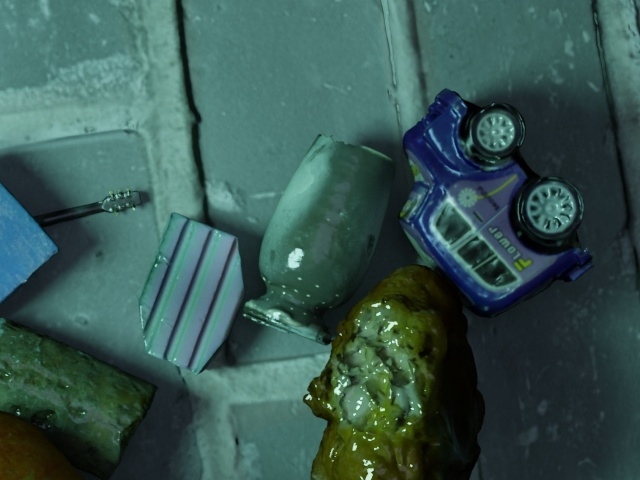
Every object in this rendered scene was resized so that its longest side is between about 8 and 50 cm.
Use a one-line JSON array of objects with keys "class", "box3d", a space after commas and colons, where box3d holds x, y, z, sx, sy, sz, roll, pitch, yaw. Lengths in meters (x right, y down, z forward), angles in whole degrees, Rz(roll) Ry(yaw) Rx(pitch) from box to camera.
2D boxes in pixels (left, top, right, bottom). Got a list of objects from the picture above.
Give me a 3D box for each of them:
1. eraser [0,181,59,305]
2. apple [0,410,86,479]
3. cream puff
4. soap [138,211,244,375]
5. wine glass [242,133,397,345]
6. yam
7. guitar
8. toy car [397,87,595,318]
[{"class": "eraser", "box3d": [-0.413, 0.062, 1.860, 0.312, 0.042, 0.144, -43, 94, -3]}, {"class": "apple", "box3d": [-0.319, 0.291, 1.754, 0.301, 0.301, 0.302, 1, 84, -10]}, {"class": "cream puff", "box3d": [0.080, 0.167, 1.856, 0.154, 0.269, 0.241, -1, 117, 27]}, {"class": "soap", "box3d": [-0.131, 0.058, 1.923, 0.100, 0.056, 0.149, 20, 81, -5]}, {"class": "wine glass", "box3d": [0.000, 0.000, 1.923, 0.111, 0.111, 0.204, 22, 85, -7]}, {"class": "yam", "box3d": [-0.269, 0.149, 1.867, 0.194, 0.107, 0.107, 26, 81, -6]}, {"class": "guitar", "box3d": [-0.294, -0.016, 1.917, 0.233, 0.025, 0.088, -14, 90, -11]}, {"class": "toy car", "box3d": [0.162, -0.034, 1.933, 0.158, 0.172, 0.235, -37, 88, -1]}]
